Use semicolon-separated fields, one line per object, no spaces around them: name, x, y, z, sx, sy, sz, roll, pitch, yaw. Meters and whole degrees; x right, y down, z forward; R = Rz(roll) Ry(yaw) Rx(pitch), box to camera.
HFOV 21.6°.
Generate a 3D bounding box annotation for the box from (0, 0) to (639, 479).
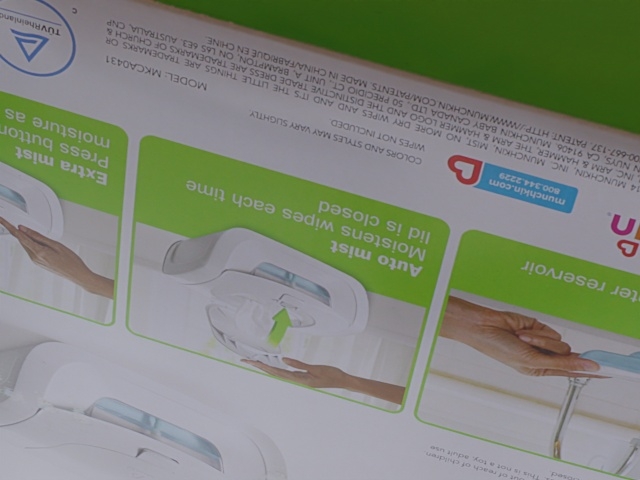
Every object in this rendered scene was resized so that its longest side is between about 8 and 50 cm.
box;0.000;0.000;0.493;0.262;0.231;0.126;15;-135;6
